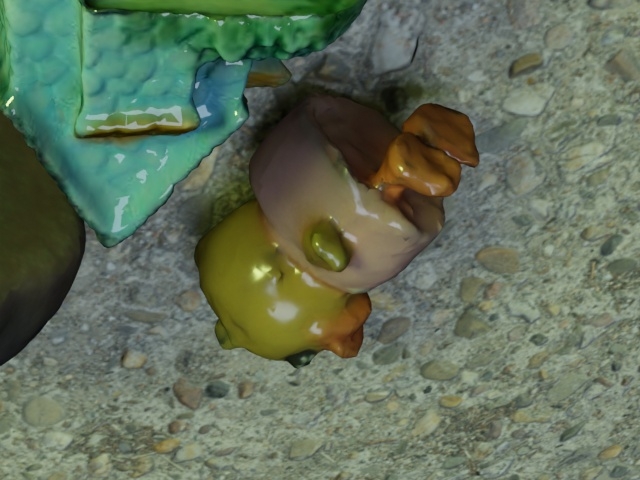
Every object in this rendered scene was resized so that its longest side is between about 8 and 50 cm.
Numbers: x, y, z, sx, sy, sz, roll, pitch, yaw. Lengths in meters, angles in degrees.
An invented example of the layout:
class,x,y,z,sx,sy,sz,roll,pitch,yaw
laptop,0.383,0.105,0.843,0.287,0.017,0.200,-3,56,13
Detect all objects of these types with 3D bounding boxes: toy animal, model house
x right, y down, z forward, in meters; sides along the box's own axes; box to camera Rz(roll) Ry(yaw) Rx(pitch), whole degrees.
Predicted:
class,x,y,z,sx,sy,sz,roll,pitch,yaw
toy animal,-0.004,-0.001,1.193,0.169,0.195,0.281,35,120,3
model house,-0.110,-0.130,0.937,0.225,0.261,0.241,-1,134,-18

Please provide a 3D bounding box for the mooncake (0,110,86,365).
class,x,y,z,sx,sy,sz,roll,pitch,yaw
mooncake,-0.322,-0.010,0.979,0.306,0.306,0.154,9,137,-27
